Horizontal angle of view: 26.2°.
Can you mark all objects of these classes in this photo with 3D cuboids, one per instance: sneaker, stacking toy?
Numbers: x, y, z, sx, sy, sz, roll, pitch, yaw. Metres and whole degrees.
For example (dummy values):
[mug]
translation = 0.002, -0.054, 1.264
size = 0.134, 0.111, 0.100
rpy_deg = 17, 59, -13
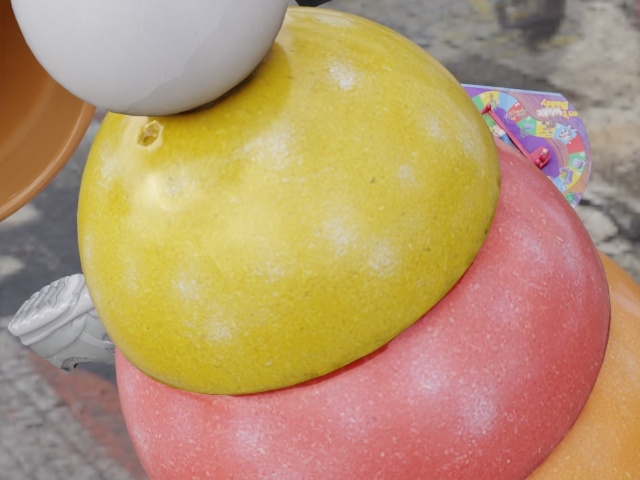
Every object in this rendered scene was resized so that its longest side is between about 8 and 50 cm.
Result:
[sneaker]
translation = -0.234, 0.082, 1.625
size = 0.281, 0.115, 0.105
rpy_deg = -19, 30, 35
[stacking toy]
translation = 0.000, 0.000, 0.688
size = 0.351, 0.480, 0.350
rpy_deg = -16, 39, 13

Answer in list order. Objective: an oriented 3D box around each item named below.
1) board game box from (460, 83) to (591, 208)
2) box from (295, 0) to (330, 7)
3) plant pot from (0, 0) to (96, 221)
[board game box]
translation = 0.172, -0.085, 1.295
size = 0.169, 0.133, 0.033
rpy_deg = 7, -12, 4
[box]
translation = -0.009, -0.266, 1.276
size = 0.062, 0.083, 0.052
rpy_deg = -14, 42, 34
[plant pot]
translation = -0.324, -0.160, 0.989
size = 0.291, 0.291, 0.203
rpy_deg = -12, 37, -25
